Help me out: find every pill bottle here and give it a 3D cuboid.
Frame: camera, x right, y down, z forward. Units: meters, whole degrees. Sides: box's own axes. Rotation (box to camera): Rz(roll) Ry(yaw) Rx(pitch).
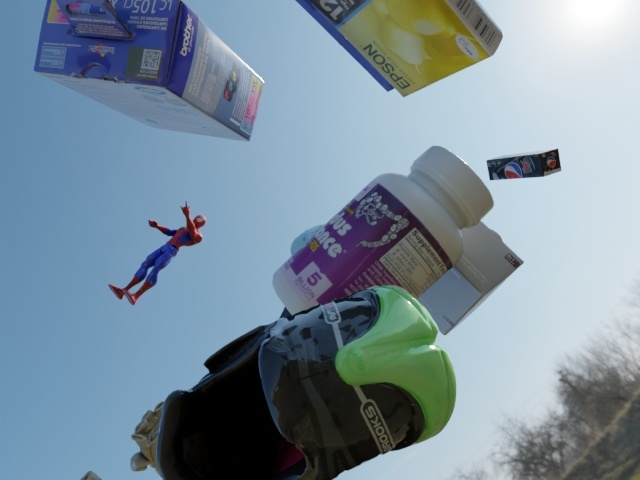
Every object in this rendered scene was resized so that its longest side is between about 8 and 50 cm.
[{"bbox_3d":[0.091,0.011,0.660,0.301,0.169,0.169,-43,-38,1],"label":"pill bottle"}]

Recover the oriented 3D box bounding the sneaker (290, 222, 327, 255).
[{"bbox_3d":[0.000,0.000,1.440,0.150,0.135,0.366,12,-16,-41],"label":"sneaker"}]

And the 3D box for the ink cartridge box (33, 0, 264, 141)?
[{"bbox_3d":[-0.309,-0.317,0.859,0.395,0.270,0.151,5,-84,-74],"label":"ink cartridge box"}]

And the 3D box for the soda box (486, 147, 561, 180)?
[{"bbox_3d":[0.468,-0.175,1.077,0.060,0.169,0.053,-18,-80,-19],"label":"soda box"}]

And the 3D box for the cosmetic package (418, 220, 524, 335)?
[{"bbox_3d":[0.241,0.066,0.823,0.107,0.127,0.238,-36,-22,-15],"label":"cosmetic package"}]

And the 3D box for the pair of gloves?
[{"bbox_3d":[-0.325,0.419,0.817,0.240,0.042,0.204,-46,-32,-43],"label":"pair of gloves"}]

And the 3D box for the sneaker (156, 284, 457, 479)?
[{"bbox_3d":[-0.082,0.189,0.484,0.202,0.185,0.482,-1,-35,-36],"label":"sneaker"}]

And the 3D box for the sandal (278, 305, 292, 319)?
[{"bbox_3d":[-0.054,0.186,0.861,0.054,0.097,0.254,46,-112,-38],"label":"sandal"}]

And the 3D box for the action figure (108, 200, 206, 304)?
[{"bbox_3d":[-0.381,0.005,1.093,0.280,0.092,0.139,-49,-42,-36],"label":"action figure"}]

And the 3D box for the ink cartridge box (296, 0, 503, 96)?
[{"bbox_3d":[0.104,-0.394,0.820,0.304,0.307,0.072,37,-112,-23],"label":"ink cartridge box"}]
